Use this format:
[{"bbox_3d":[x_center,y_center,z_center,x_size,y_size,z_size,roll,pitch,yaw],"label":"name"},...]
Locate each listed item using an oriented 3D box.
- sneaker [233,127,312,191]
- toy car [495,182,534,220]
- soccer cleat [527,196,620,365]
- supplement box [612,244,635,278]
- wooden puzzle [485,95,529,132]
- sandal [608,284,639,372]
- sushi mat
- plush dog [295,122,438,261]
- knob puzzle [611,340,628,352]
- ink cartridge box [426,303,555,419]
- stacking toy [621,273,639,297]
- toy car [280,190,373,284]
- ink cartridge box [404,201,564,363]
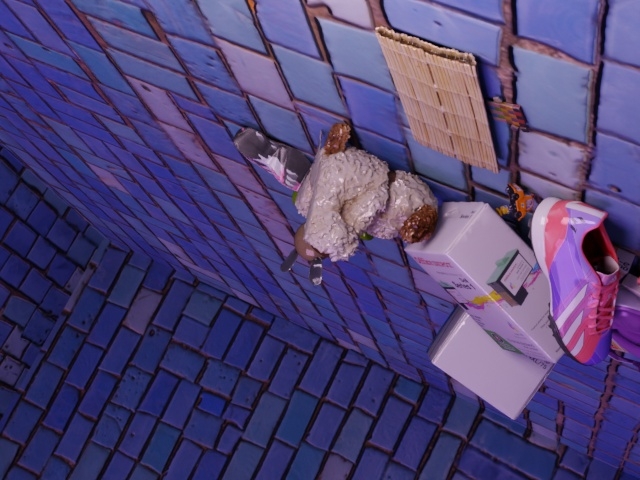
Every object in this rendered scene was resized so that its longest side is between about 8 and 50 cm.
[{"bbox_3d":[-0.089,-0.161,2.022,0.178,0.072,0.077,38,177,-10],"label":"sneaker"},{"bbox_3d":[0.310,-0.068,1.670,0.040,0.060,0.122,-15,-172,-4],"label":"toy car"},{"bbox_3d":[0.418,0.077,1.631,0.116,0.108,0.318,10,132,45],"label":"soccer cleat"},{"bbox_3d":[0.469,0.038,1.716,0.062,0.036,0.098,24,166,8],"label":"supplement box"},{"bbox_3d":[0.252,-0.172,1.410,0.049,0.006,0.083,19,164,30],"label":"wooden puzzle"},{"bbox_3d":[0.564,0.181,1.864,0.169,0.102,0.416,9,163,37],"label":"sandal"},{"bbox_3d":[0.171,-0.190,1.465,0.151,0.019,0.316,24,166,23],"label":"sushi mat"},{"bbox_3d":[0.095,-0.078,1.798,0.225,0.211,0.262,16,-162,-12],"label":"plush dog"},{"bbox_3d":[0.523,0.184,2.185,0.213,0.030,0.213,26,167,6],"label":"knob puzzle"},{"bbox_3d":[0.348,0.208,2.087,0.198,0.197,0.270,35,180,5],"label":"ink cartridge box"},{"bbox_3d":[0.623,0.096,1.560,0.309,0.130,0.279,36,-179,-7],"label":"stacking toy"},{"bbox_3d":[0.000,0.000,2.155,0.155,0.188,0.149,19,164,32],"label":"toy car"},{"bbox_3d":[0.302,0.069,1.802,0.278,0.117,0.201,44,170,-13],"label":"ink cartridge box"}]
